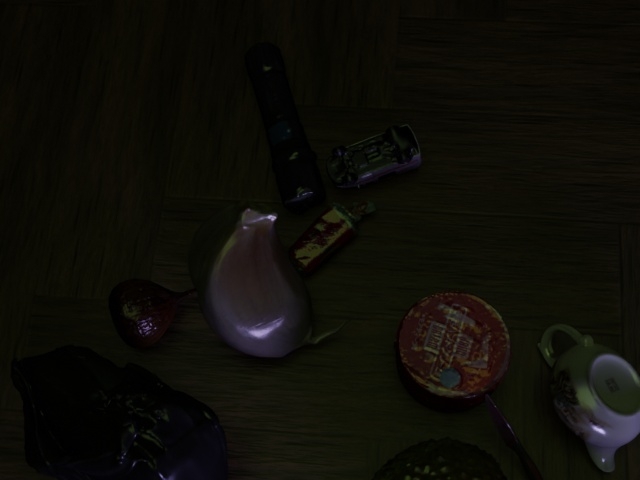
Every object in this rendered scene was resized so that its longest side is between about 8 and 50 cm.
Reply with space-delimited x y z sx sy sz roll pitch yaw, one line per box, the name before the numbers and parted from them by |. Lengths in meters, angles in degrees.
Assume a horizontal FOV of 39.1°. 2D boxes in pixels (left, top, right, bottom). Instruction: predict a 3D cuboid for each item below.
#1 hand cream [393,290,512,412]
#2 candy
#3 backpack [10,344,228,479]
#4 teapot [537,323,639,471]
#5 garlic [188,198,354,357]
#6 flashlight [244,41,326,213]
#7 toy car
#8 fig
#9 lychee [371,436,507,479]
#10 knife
hand cream | 0.261 0.224 1.792 0.230 0.149 0.230 -2 67 5
candy | 0.001 0.000 1.942 0.292 0.059 0.086 -42 73 -10
backpack | -0.395 0.369 1.698 0.446 0.363 0.255 28 49 26
teapot | 0.530 0.293 1.756 0.204 0.139 0.298 -5 63 -27
garlic | -0.138 0.093 1.858 0.246 0.231 0.340 -41 111 -10
flashlight | -0.089 -0.263 2.035 0.103 0.103 0.424 -16 67 -2
toy car | 0.117 -0.172 1.977 0.210 0.108 0.089 -21 71 0
fig | -0.334 0.140 1.882 0.201 0.134 0.146 -13 78 -10
lychee | 0.222 0.490 1.637 0.270 0.270 0.320 48 38 18
knife | 0.371 0.390 1.725 0.018 0.035 0.247 -40 105 -35
